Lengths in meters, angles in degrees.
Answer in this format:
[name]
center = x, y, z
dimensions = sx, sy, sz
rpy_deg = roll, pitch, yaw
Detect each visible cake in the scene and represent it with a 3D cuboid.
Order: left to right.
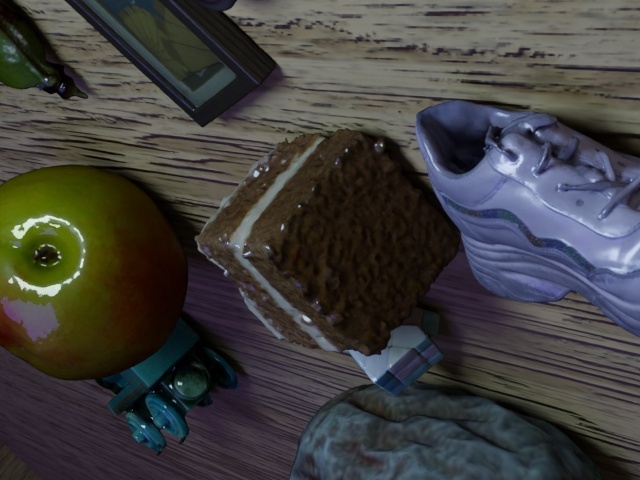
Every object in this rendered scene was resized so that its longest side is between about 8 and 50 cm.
[cake]
center = 0.000, 0.000, 0.893
dimensions = 0.135, 0.134, 0.147
rpy_deg = 48, 163, -23

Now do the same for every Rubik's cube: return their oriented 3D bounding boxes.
[Rubik's cube]
center = 0.063, 0.085, 1.027
dimensions = 0.073, 0.084, 0.075
rpy_deg = 49, 167, 30

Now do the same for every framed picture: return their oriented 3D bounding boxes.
[framed picture]
center = -0.124, -0.164, 0.884
dimensions = 0.168, 0.023, 0.128
rpy_deg = 43, 155, -13

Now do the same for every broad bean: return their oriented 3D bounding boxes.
[broad bean]
center = -0.341, -0.229, 1.012
dimensions = 0.339, 0.061, 0.077
rpy_deg = 43, 167, -13

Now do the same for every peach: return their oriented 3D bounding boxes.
[peach]
center = -0.248, 0.033, 1.175
dimensions = 0.231, 0.231, 0.231
rpy_deg = 30, 155, 15

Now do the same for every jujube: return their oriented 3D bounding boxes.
[jujube]
center = 0.112, 0.251, 1.081
dimensions = 0.317, 0.226, 0.226
rpy_deg = 10, 145, 43

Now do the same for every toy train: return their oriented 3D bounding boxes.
[toy train]
center = -0.225, 0.168, 1.521
dimensions = 0.194, 0.120, 0.298
rpy_deg = 45, 156, -1

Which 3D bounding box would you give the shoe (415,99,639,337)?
[shoe]
center = 0.155, -0.021, 0.681
dimensions = 0.137, 0.095, 0.245
rpy_deg = 48, 160, -30

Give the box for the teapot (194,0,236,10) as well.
[teapot]
center = -0.074, -0.179, 0.762
dimensions = 0.100, 0.045, 0.068
rpy_deg = 19, 152, 36
